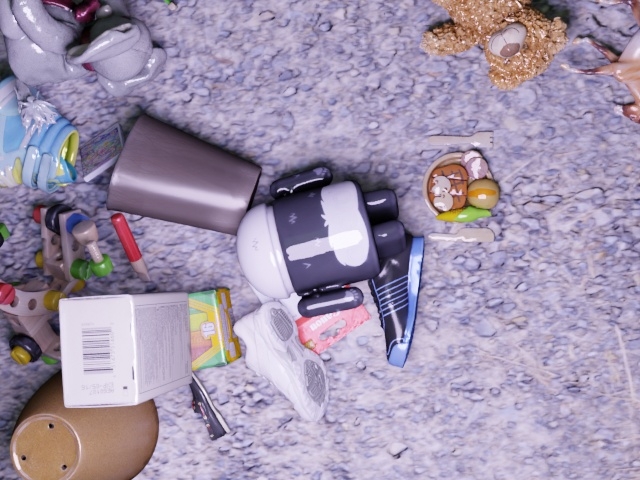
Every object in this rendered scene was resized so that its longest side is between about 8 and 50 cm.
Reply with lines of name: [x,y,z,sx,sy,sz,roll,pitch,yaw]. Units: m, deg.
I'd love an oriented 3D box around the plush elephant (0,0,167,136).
plush elephant: [-0.401,-0.359,1.809,0.255,0.272,0.330,-10,86,-3]

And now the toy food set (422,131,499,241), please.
toy food set: [0.242,-0.092,1.843,0.132,0.038,0.192,-1,89,6]

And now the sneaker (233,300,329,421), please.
sneaker: [-0.070,0.217,1.861,0.115,0.090,0.232,-21,101,37]

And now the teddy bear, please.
teddy bear: [0.269,-0.419,1.809,0.245,0.113,0.338,-18,87,8]

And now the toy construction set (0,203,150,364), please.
toy construction set: [-0.443,0.085,1.845,0.309,0.257,0.237,-10,124,14]

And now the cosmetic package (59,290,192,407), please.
cosmetic package: [-0.289,0.159,1.632,0.113,0.309,0.160,-4,87,7]

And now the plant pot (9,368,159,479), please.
plant pot: [-0.418,0.331,1.803,0.237,0.254,0.237,0,89,5]

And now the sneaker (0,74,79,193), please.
sneaker: [-0.556,-0.115,1.876,0.208,0.127,0.319,37,88,5]

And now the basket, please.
basket: [-0.227,-0.100,1.834,0.227,0.204,0.154,19,134,-1]

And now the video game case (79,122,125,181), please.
video game case: [-0.384,-0.157,1.879,0.087,0.122,0.011,-34,123,5]

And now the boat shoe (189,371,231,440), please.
boat shoe: [-0.208,0.291,1.882,0.042,0.049,0.133,-29,91,-3]

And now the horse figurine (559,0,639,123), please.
horse figurine: [0.529,-0.345,1.803,0.174,0.066,0.263,27,95,11]

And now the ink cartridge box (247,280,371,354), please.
ink cartridge box: [-0.021,0.102,1.868,0.145,0.045,0.179,-35,84,5]

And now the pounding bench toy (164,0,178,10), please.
pounding bench toy: [-0.278,-0.455,1.895,0.065,0.052,0.083,15,91,6]

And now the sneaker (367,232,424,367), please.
sneaker: [0.123,0.100,1.838,0.090,0.081,0.232,7,83,9]

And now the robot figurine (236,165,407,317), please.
robot figurine: [0.000,-0.001,1.764,0.278,0.209,0.173,-15,121,2]

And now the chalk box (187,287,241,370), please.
chalk box: [-0.261,0.163,1.848,0.213,0.132,0.132,-11,88,6]
